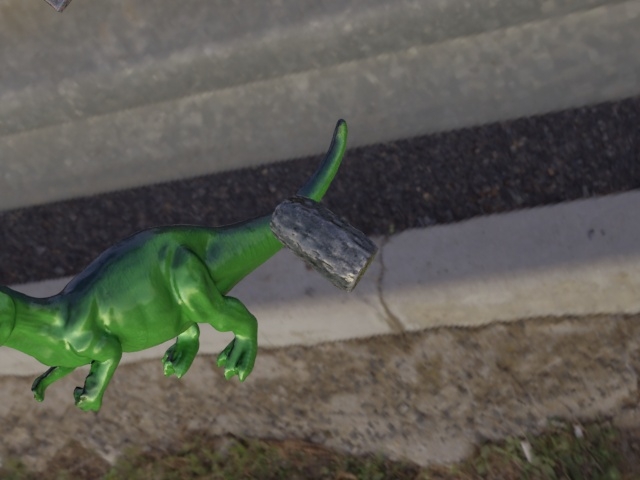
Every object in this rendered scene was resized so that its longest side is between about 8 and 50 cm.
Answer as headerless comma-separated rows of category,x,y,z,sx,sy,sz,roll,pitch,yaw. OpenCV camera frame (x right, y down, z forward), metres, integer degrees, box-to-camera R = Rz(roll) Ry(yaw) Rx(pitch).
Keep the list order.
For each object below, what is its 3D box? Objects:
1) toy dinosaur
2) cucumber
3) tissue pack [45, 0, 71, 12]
toy dinosaur,-0.197,-0.012,1.218,0.144,0.374,0.500,15,74,48
cucumber,0.002,0.001,1.055,0.112,0.064,0.064,35,80,14
tissue pack,-0.376,-0.381,1.508,0.083,0.063,0.035,-52,10,2
